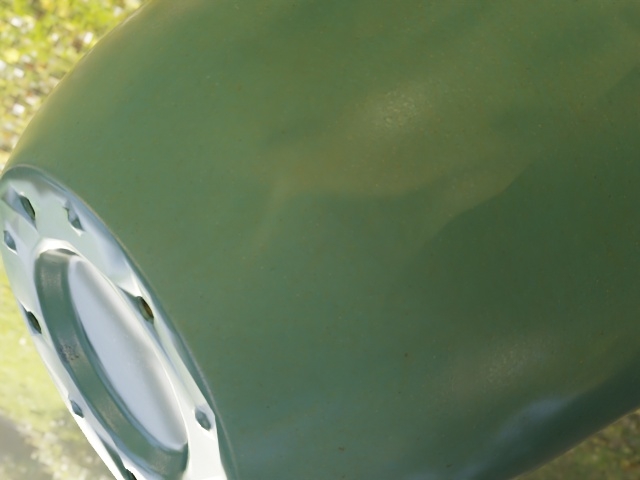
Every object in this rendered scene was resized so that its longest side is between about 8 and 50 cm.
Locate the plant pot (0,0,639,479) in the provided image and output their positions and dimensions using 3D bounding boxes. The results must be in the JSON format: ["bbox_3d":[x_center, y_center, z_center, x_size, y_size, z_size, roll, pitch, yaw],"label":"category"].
[{"bbox_3d":[0.000,0.000,0.569,0.293,0.235,0.293,39,145,35],"label":"plant pot"}]
